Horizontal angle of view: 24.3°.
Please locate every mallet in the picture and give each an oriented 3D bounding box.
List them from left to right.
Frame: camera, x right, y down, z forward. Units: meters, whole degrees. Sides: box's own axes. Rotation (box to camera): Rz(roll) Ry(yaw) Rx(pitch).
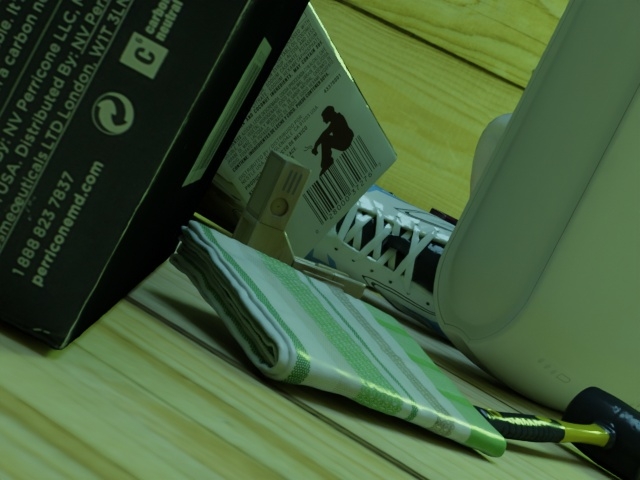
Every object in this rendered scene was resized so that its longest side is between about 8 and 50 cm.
[{"bbox_3d":[0.136,0.107,0.795,0.062,0.039,0.190,32,11,28],"label":"mallet"}]

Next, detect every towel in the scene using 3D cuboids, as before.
[{"bbox_3d":[0.008,0.050,0.680,0.152,0.023,0.113,27,15,-41],"label":"towel"}]

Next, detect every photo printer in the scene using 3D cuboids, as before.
[{"bbox_3d":[0.222,-0.024,1.017,0.256,0.307,0.107,21,8,-43],"label":"photo printer"}]

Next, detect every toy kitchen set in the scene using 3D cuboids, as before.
[{"bbox_3d":[0.000,0.000,0.906,0.083,0.075,0.068,21,7,-24],"label":"toy kitchen set"}]

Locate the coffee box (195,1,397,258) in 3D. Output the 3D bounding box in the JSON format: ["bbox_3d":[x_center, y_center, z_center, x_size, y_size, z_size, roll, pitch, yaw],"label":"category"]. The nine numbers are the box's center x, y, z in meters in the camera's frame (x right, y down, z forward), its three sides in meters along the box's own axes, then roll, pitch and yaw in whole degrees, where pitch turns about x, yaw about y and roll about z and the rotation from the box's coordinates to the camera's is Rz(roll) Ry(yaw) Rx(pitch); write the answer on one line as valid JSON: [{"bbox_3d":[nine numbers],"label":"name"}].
[{"bbox_3d":[-0.094,-0.137,0.969,0.168,0.119,0.297,29,-20,45],"label":"coffee box"}]

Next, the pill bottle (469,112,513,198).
[{"bbox_3d":[0.274,-0.032,1.209,0.279,0.162,0.162,-5,13,-13],"label":"pill bottle"}]

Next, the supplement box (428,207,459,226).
[{"bbox_3d":[0.097,0.024,1.177,0.055,0.083,0.043,26,4,-14],"label":"supplement box"}]

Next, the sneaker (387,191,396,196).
[{"bbox_3d":[0.048,-0.016,1.424,0.162,0.073,0.063,30,5,31],"label":"sneaker"}]

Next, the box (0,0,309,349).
[{"bbox_3d":[-0.174,-0.125,0.614,0.313,0.179,0.343,29,4,-2],"label":"box"}]

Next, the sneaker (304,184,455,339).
[{"bbox_3d":[0.061,0.008,1.099,0.237,0.085,0.086,28,-15,-9],"label":"sneaker"}]
